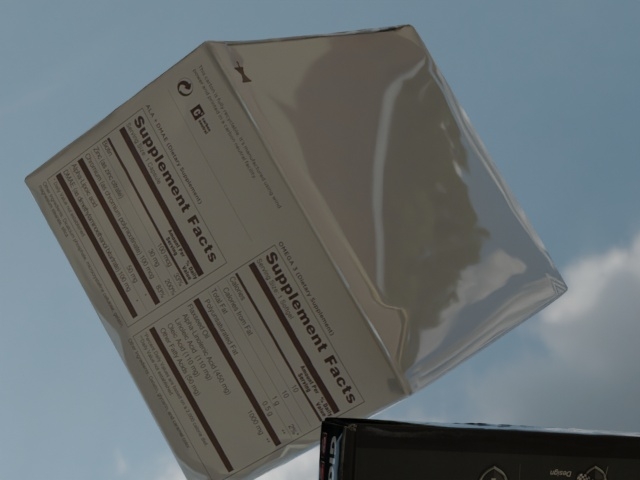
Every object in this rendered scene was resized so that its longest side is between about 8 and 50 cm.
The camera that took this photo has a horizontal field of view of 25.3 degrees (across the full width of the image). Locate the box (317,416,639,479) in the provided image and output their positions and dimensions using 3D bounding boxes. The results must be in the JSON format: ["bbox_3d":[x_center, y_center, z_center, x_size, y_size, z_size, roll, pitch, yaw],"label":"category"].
[{"bbox_3d":[0.104,0.172,0.640,0.220,0.175,0.051,5,175,-13],"label":"box"}]

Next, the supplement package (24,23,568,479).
[{"bbox_3d":[0.000,0.000,0.830,0.145,0.204,0.262,-33,174,28],"label":"supplement package"}]
